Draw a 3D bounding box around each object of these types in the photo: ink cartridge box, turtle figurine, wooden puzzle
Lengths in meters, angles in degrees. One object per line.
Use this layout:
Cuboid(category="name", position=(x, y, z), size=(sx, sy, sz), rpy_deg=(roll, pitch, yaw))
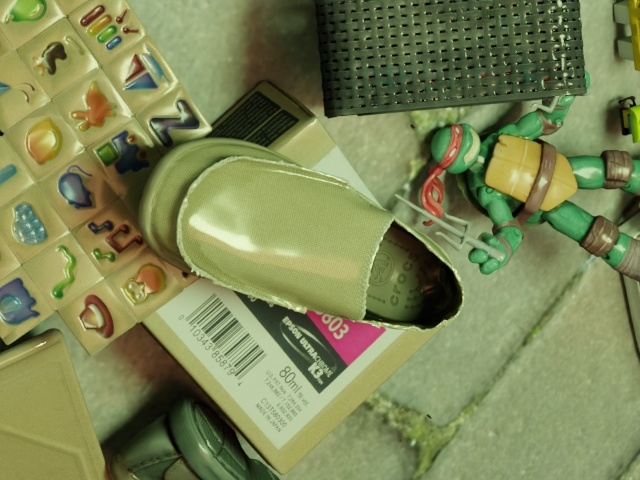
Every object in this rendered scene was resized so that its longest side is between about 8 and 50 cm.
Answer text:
Cuboid(category="ink cartridge box", position=(-0.034, 0.032, 1.207), size=(0.193, 0.088, 0.234), rpy_deg=(-42, 126, -6))
Cuboid(category="turtle figurine", position=(0.173, -0.052, 1.270), size=(0.234, 0.118, 0.175), rpy_deg=(18, 92, -15))
Cuboid(category="wooden puzzle", position=(-0.265, 0.193, 1.179), size=(0.221, 0.044, 0.238), rpy_deg=(-25, 128, -20))

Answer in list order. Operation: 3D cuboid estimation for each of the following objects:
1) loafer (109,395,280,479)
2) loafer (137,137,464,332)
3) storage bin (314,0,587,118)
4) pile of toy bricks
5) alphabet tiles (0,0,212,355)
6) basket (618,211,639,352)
Cuboid(category="loafer", position=(-0.070, 0.224, 1.288), size=(0.084, 0.096, 0.267), rpy_deg=(-29, 128, 8))
Cuboid(category="loafer", position=(0.000, 0.000, 1.092), size=(0.268, 0.092, 0.102), rpy_deg=(16, 90, -39))
Cuboid(category="storage bin", position=(0.091, -0.135, 1.131), size=(0.180, 0.122, 0.084), rpy_deg=(-5, 95, 5))
Cuboid(category="pile of toy bricks", position=(0.321, -0.106, 1.328), size=(0.118, 0.105, 0.212), rpy_deg=(-21, 114, -23))
Cuboid(category="alphabet tiles", position=(-0.173, -0.050, 1.073), size=(0.198, 0.009, 0.237), rpy_deg=(-36, 105, -9))
Cuboid(category="basket", position=(0.349, 0.046, 1.437), size=(0.113, 0.103, 0.167), rpy_deg=(-30, 124, -17))
